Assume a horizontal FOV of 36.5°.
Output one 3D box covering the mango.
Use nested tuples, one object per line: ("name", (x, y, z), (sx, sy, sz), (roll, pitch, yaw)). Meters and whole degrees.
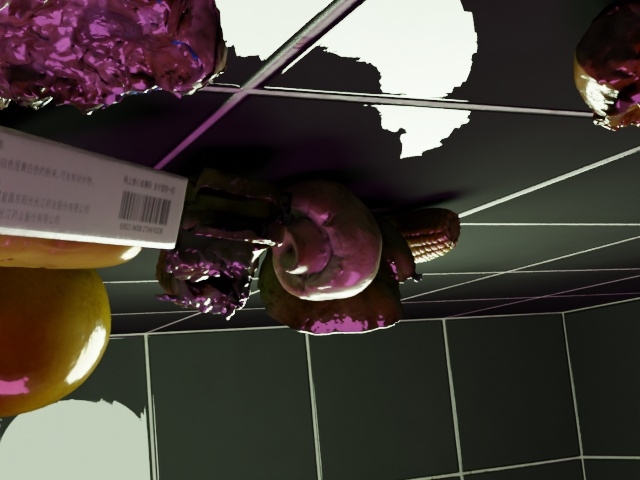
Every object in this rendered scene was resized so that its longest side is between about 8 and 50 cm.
("mango", (-0.391, 0.098, 1.199), (0.264, 0.221, 0.378), (-8, 180, -9))

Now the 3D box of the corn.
("corn", (0.088, 0.007, 1.309), (0.231, 0.080, 0.080), (-12, 168, 39))

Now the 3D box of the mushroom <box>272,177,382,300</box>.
("mushroom", (0.000, 0.000, 1.065), (0.112, 0.148, 0.148), (-12, 177, -43))

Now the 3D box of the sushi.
("sushi", (-0.122, 0.006, 1.010), (0.139, 0.131, 0.291), (13, 165, -12))

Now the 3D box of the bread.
("bread", (-0.303, -0.020, 0.927), (0.305, 0.091, 0.142), (4, 172, -40))

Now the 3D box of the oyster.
("oyster", (-0.173, -0.115, 0.444), (0.260, 0.092, 0.198), (1, 165, -18))

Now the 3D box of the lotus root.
("lotus root", (0.023, 0.021, 1.180), (0.204, 0.183, 0.078), (-9, 143, -11))

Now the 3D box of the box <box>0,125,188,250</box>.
("box", (-0.248, -0.043, 0.647), (0.200, 0.065, 0.343), (8, 180, 16))

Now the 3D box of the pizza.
("pizza", (0.296, -0.115, 0.699), (0.306, 0.085, 0.161), (0, 168, -35))
